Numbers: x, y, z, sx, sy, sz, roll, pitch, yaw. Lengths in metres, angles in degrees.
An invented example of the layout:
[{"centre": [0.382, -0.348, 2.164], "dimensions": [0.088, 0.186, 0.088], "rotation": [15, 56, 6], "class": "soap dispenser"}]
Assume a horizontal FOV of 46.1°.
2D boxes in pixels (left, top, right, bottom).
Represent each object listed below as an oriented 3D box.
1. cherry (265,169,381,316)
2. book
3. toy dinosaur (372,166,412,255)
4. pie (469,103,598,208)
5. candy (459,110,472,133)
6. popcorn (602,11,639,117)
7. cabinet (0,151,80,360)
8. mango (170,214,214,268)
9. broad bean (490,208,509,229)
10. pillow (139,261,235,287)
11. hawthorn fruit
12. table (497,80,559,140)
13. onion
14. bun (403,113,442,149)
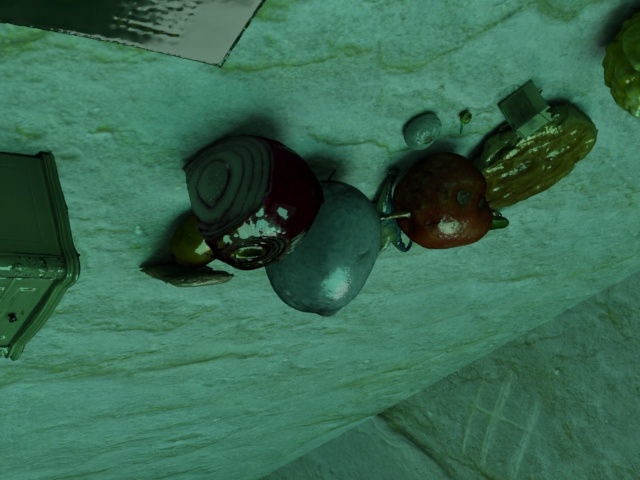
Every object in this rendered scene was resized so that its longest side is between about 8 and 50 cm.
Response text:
[{"centre": [0.000, 0.000, 1.472], "dimensions": [0.255, 0.296, 0.218], "rotation": [-6, 169, 42], "class": "cherry"}, {"centre": [-0.212, -0.338, 0.897], "dimensions": [0.371, 0.043, 0.260], "rotation": [2, 143, -44], "class": "book"}, {"centre": [0.144, -0.037, 1.722], "dimensions": [0.147, 0.076, 0.363], "rotation": [-34, 149, -4], "class": "toy dinosaur"}, {"centre": [0.472, -0.184, 1.704], "dimensions": [0.340, 0.083, 0.339], "rotation": [-21, 156, -10], "class": "pie"}, {"centre": [0.292, -0.237, 1.525], "dimensions": [0.023, 0.025, 0.083], "rotation": [5, 164, 6], "class": "candy"}, {"centre": [0.652, -0.337, 1.395], "dimensions": [0.249, 0.249, 0.225], "rotation": [-9, 134, -26], "class": "popcorn"}, {"centre": [-0.570, 0.026, 1.093], "dimensions": [0.318, 0.227, 0.290], "rotation": [3, 145, -43], "class": "cabinet"}, {"centre": [-0.222, -0.012, 1.465], "dimensions": [0.163, 0.089, 0.111], "rotation": [-46, 159, 22], "class": "mango"}, {"centre": [0.390, -0.053, 1.871], "dimensions": [0.144, 0.049, 0.292], "rotation": [4, 177, 19], "class": "broad bean"}, {"centre": [-0.269, 0.067, 1.522], "dimensions": [0.135, 0.034, 0.211], "rotation": [-3, -173, -33], "class": "pillow"}, {"centre": [0.229, -0.070, 1.567], "dimensions": [0.243, 0.207, 0.207], "rotation": [-17, 154, -24], "class": "hawthorn fruit"}, {"centre": [0.417, -0.260, 1.507], "dimensions": [0.083, 0.079, 0.062], "rotation": [-38, 150, 25], "class": "table"}, {"centre": [-0.097, -0.066, 1.294], "dimensions": [0.206, 0.216, 0.207], "rotation": [-27, 148, 13], "class": "onion"}, {"centre": [0.201, -0.209, 1.469], "dimensions": [0.083, 0.045, 0.083], "rotation": [-23, 156, -11], "class": "bun"}]
